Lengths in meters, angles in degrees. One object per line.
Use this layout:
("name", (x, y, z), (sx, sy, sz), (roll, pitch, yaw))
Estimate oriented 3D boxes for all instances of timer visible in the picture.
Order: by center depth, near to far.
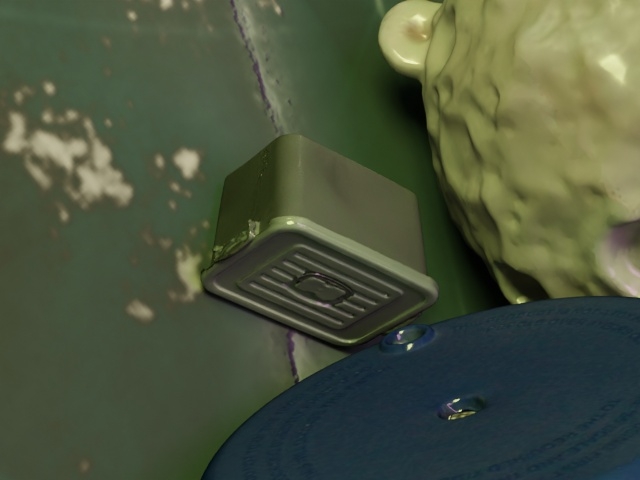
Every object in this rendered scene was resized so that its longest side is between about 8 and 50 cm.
("timer", (0.120, 0.246, 0.695), (0.270, 0.270, 0.384), (-33, 111, -44))

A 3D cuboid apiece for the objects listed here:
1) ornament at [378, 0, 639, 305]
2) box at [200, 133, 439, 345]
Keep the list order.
("ornament", (0.231, -0.075, 0.828), (0.337, 0.337, 0.337), (17, 63, -36))
("box", (0.000, 0.000, 0.773), (0.122, 0.084, 0.069), (26, 48, -33))
